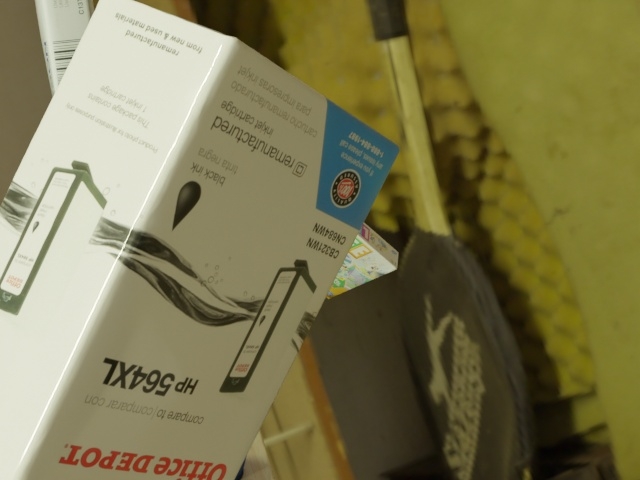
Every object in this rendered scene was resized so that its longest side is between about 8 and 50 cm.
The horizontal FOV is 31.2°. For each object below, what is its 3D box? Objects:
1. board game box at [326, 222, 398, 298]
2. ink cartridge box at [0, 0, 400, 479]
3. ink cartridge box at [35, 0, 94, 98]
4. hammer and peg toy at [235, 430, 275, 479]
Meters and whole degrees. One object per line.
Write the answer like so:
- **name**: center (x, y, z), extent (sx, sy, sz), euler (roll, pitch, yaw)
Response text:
- **board game box**: center (0.000, 0.000, 1.288), extent (0.103, 0.154, 0.026), euler (-26, 40, 33)
- **ink cartridge box**: center (-0.070, 0.014, 0.523), extent (0.086, 0.148, 0.203), euler (26, 91, 34)
- **ink cartridge box**: center (-0.342, -0.314, 1.506), extent (0.330, 0.071, 0.324), euler (-153, 54, -72)
- **hammer and peg toy**: center (-0.160, 0.339, 1.352), extent (0.127, 0.266, 0.361), euler (107, 148, -52)
